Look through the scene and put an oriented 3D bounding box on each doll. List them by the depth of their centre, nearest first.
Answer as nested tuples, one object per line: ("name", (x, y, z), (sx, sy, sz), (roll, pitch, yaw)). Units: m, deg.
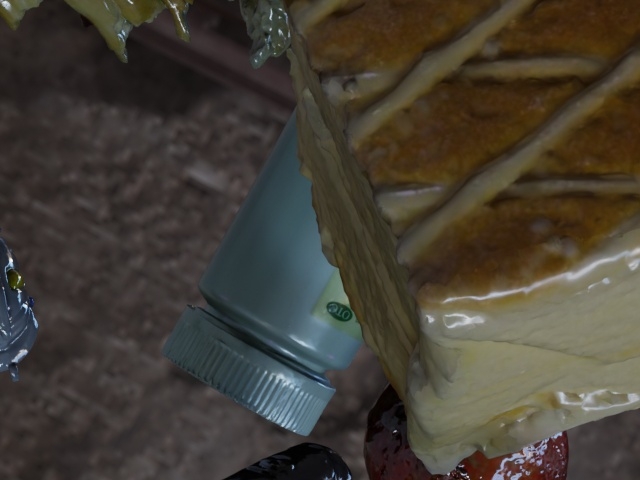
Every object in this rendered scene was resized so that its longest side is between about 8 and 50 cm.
("doll", (-0.292, 0.032, 1.773), (0.062, 0.195, 0.104), (-6, 165, -33))

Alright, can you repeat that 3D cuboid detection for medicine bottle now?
("medicine bottle", (0.000, 0.000, 1.789), (0.318, 0.158, 0.158), (-61, 170, 0))

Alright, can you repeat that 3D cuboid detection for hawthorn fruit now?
("hawthorn fruit", (0.142, 0.205, 1.755), (0.235, 0.181, 0.181), (52, 58, -35))

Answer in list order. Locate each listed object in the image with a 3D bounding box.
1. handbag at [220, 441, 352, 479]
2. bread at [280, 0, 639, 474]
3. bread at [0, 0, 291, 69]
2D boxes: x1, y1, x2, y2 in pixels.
("handbag", (-0.072, 0.304, 1.539), (0.244, 0.088, 0.275), (-21, 126, -53))
("bread", (0.185, -0.081, 1.401), (0.390, 0.371, 0.279), (-21, 153, -4))
("bread", (-0.130, -0.283, 1.509), (0.191, 0.370, 0.314), (-24, -143, 32))
